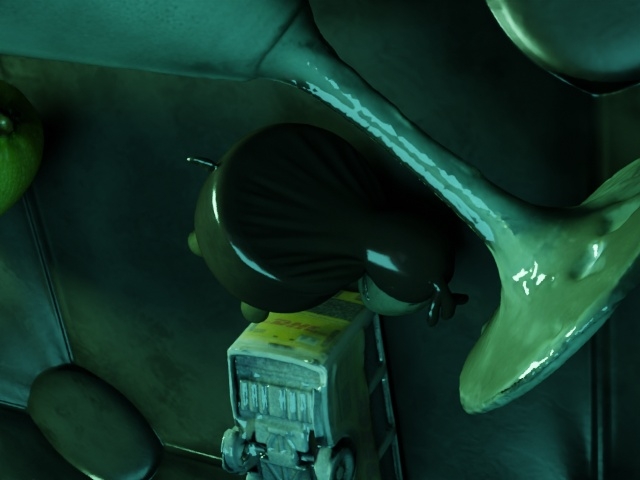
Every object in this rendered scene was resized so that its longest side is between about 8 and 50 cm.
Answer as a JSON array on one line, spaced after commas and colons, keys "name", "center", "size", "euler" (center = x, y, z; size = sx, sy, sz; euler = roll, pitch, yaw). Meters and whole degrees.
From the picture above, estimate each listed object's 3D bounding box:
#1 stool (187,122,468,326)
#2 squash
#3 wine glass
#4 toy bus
[{"name": "stool", "center": [0.000, 0.000, 0.945], "size": [0.217, 0.125, 0.121], "euler": [22, 152, -8]}, {"name": "squash", "center": [-0.308, -0.058, 1.079], "size": [0.247, 0.132, 0.132], "euler": [-24, 108, 40]}, {"name": "wine glass", "center": [0.000, -0.099, 0.787], "size": [0.406, 0.267, 0.267], "euler": [38, 134, -6]}, {"name": "toy bus", "center": [0.005, 0.205, 1.072], "size": [0.097, 0.138, 0.343], "euler": [7, 125, 26]}]
